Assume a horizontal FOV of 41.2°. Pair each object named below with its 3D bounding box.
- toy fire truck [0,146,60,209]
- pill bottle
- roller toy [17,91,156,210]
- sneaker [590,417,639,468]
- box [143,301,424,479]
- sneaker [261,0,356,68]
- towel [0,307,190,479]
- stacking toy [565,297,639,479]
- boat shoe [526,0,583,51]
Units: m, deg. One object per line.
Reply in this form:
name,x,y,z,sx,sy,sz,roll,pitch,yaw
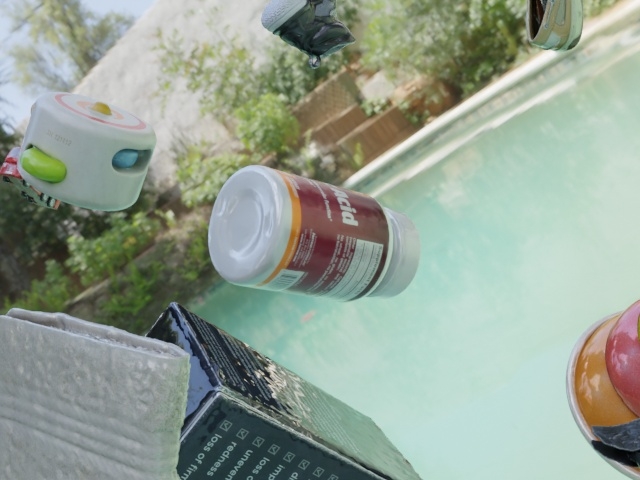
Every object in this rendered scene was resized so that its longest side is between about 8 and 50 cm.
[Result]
toy fire truck,-0.475,-0.130,1.490,0.192,0.047,0.135,65,-141,-67
pill bottle,0.000,0.000,1.658,0.392,0.224,0.224,12,-33,-41
roller toy,-0.361,-0.147,1.328,0.146,0.191,0.209,-68,24,15
sneaker,0.435,0.247,1.067,0.170,0.051,0.089,-17,34,-9
box,-0.159,0.438,1.323,0.480,0.471,0.297,-52,30,3
sneaker,0.008,-0.427,1.557,0.101,0.153,0.269,-16,34,50
towel,-0.222,0.165,0.751,0.282,0.187,0.049,8,7,36
stacking toy,0.612,0.167,1.347,0.350,0.350,0.480,-38,-26,-22
boat shoe,0.262,-0.316,0.983,0.072,0.190,0.068,0,-6,-28
